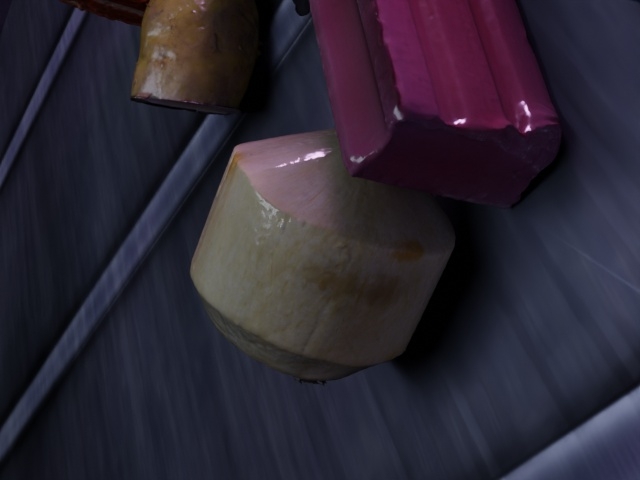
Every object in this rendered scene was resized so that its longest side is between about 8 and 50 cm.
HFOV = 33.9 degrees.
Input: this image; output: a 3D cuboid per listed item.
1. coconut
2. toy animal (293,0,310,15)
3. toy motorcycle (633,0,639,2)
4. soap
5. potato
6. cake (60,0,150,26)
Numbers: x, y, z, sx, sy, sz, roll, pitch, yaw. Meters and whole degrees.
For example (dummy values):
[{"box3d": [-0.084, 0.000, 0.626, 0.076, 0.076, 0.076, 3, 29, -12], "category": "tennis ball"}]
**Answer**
[{"box3d": [0.000, 0.000, 1.273, 0.323, 0.323, 0.322, -27, 57, 54], "category": "coconut"}, {"box3d": [-0.054, -0.473, 1.730, 0.117, 0.121, 0.210, -48, 32, 13], "category": "toy animal"}, {"box3d": [0.316, -0.356, 1.011, 0.206, 0.154, 0.260, 125, 157, -76], "category": "toy motorcycle"}, {"box3d": [0.123, -0.226, 1.195, 0.128, 0.233, 0.359, -48, 42, 45], "category": "soap"}, {"box3d": [-0.210, -0.355, 1.837, 0.229, 0.229, 0.265, 2, 86, 60], "category": "potato"}, {"box3d": [-0.393, -0.592, 2.173, 0.319, 0.270, 0.269, 4, 84, 62], "category": "cake"}]
